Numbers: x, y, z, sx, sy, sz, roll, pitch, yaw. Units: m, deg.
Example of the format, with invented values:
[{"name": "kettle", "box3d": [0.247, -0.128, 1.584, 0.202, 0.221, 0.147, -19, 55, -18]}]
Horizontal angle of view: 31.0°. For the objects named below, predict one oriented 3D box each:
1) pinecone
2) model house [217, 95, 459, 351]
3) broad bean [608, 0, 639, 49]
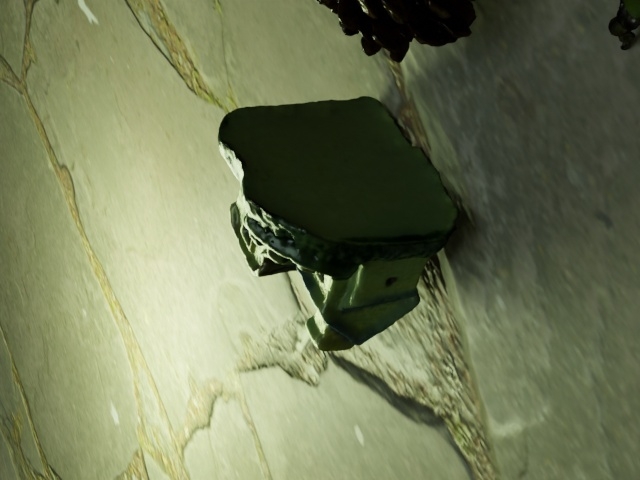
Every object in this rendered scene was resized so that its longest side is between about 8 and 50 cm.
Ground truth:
[{"name": "pinecone", "box3d": [0.079, -0.234, 0.952, 0.173, 0.173, 0.174, 19, 113, 54]}, {"name": "model house", "box3d": [0.000, 0.000, 1.104, 0.214, 0.195, 0.189, 57, 148, 36]}, {"name": "broad bean", "box3d": [0.255, -0.256, 0.750, 0.075, 0.067, 0.325, 57, 139, 46]}]
